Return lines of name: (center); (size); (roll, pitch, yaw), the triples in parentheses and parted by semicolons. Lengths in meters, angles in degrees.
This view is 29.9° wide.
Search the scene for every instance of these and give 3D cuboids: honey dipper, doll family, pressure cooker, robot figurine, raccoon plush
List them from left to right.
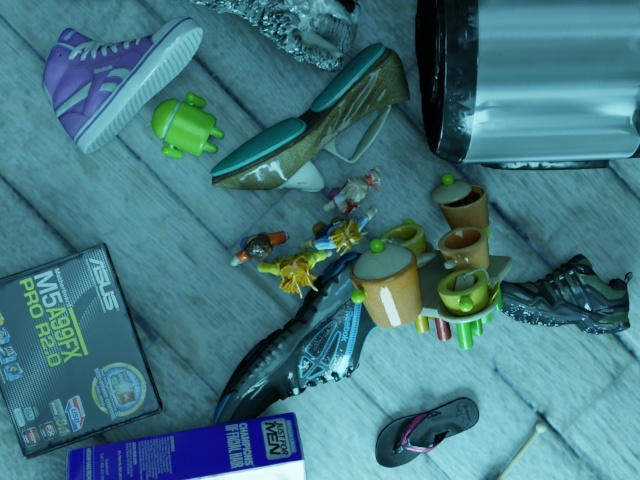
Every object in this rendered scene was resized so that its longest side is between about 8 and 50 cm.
robot figurine: (-0.202, -0.170, 1.797); (0.115, 0.067, 0.101); (24, 94, -5)
raccoon plush: (-0.149, -0.347, 1.766); (0.446, 0.216, 0.299); (-16, 99, 25)
doll family: (0.000, 0.000, 1.771); (0.263, 0.163, 0.118); (-31, 94, -3)
honey dipper: (0.303, 0.349, 1.878); (0.030, 0.030, 0.161); (41, 85, -5)
pressure cooker: (0.354, -0.286, 1.668); (0.420, 0.375, 0.370); (-3, 88, -2)

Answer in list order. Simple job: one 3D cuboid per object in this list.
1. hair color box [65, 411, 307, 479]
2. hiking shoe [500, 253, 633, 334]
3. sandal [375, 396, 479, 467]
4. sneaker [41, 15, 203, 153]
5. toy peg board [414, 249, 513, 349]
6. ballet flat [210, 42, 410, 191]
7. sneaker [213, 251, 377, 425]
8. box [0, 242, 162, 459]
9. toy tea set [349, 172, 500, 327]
hair color box: (-0.187, 0.377, 1.759); (0.338, 0.110, 0.185); (-10, 126, -6)
hiking shoe: (0.372, 0.076, 1.858); (0.226, 0.086, 0.114); (12, 75, -9)
sandal: (0.164, 0.296, 1.856); (0.179, 0.040, 0.067); (-26, 94, -4)
sneaker: (-0.302, -0.264, 1.724); (0.282, 0.102, 0.161); (-37, 86, 28)
toy peg board: (0.186, 0.090, 1.780); (0.160, 0.161, 0.079); (5, 121, 32)
ballet flat: (-0.001, -0.154, 1.807); (0.342, 0.116, 0.124); (-39, 112, -7)
sneaker: (-0.018, 0.179, 1.797); (0.139, 0.125, 0.341); (45, 90, -9)
box: (-0.381, 0.164, 1.796); (0.216, 0.060, 0.270); (-18, 93, -4)
toy tea set: (0.154, -0.003, 1.728); (0.199, 0.336, 0.124); (-12, 117, 15)
